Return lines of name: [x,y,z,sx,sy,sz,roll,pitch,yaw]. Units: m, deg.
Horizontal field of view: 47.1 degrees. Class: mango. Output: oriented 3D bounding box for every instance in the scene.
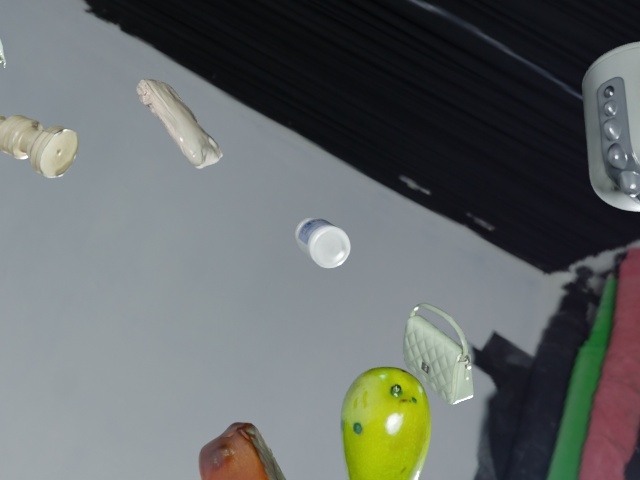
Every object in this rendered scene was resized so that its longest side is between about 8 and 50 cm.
mango: [0.100,0.335,1.183,0.175,0.142,0.293,-87,180,-60]

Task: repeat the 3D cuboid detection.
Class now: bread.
bread: [-0.097,0.479,1.243,0.114,0.328,0.295,-23,-178,-3]

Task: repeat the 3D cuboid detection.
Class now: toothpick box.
toothpick box: [0.601,-0.199,1.381,0.229,0.228,0.317,120,-19,-60]

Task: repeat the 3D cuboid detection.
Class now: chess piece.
chess piece: [-0.842,-0.285,2.082,0.124,0.307,0.139,-5,112,-61]

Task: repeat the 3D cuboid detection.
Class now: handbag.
handbag: [0.293,0.271,1.856,0.256,0.079,0.219,35,-45,57]

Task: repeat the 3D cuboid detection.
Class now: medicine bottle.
medicine bottle: [0.000,0.000,1.832,0.103,0.102,0.186,-62,-161,3]

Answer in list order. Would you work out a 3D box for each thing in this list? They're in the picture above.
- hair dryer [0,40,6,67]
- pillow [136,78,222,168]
hair dryer: [-0.882,-0.522,1.872,0.206,0.075,0.237,-54,149,-24]
pillow: [-0.334,-0.281,1.760,0.067,0.270,0.173,-41,173,14]
